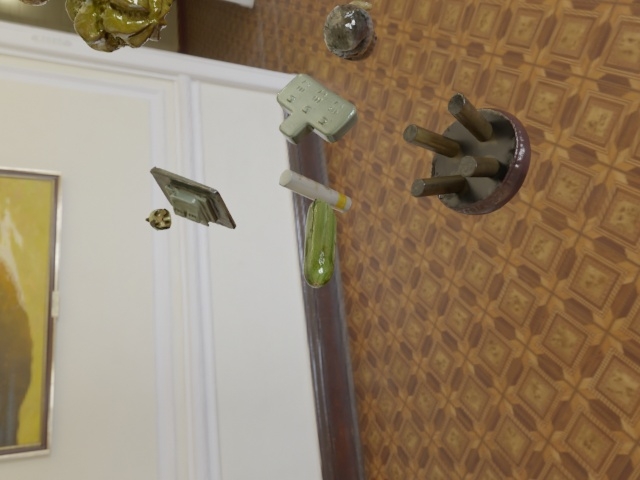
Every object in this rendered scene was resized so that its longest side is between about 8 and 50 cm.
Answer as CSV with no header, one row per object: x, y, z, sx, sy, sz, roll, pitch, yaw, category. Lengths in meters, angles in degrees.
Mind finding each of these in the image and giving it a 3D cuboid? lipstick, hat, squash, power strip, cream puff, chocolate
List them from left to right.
-0.601,-0.739,1.628,0.378,0.276,0.378,-53,12,16,cream puff
-0.565,-0.071,1.827,0.059,0.077,0.076,-11,87,37,hat
-0.334,-0.087,1.350,0.213,0.199,0.064,79,-148,-63,power strip
-0.035,-0.373,1.552,0.193,0.059,0.265,-46,59,-5,power strip
-0.012,-0.153,1.648,0.059,0.264,0.059,-22,58,41,lipstick
0.000,0.000,1.124,0.069,0.069,0.238,123,157,-46,squash
0.067,-0.447,1.137,0.248,0.110,0.110,-59,-22,-76,chocolate

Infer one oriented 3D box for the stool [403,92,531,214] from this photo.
0.341,-0.204,1.260,0.272,0.179,0.271,-17,68,52,stool

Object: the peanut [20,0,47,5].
-0.566,-0.541,0.947,0.103,0.098,0.229,1,121,59,peanut

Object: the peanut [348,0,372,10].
0.142,-0.834,1.858,0.037,0.083,0.037,11,-90,-78,peanut
